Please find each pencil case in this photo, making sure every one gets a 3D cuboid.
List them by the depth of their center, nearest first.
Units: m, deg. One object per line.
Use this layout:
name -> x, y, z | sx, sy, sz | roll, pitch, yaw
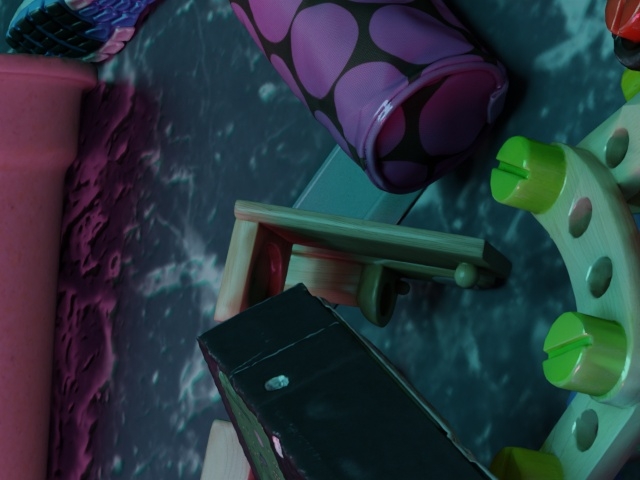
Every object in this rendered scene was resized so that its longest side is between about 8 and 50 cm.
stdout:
pencil case -> 0.021, -0.117, 0.935 | 0.095, 0.098, 0.209 | 98, 150, -43

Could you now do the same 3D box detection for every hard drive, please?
hard drive -> 0.069, 0.184, 0.684 | 0.339, 0.064, 0.237 | 43, 156, 58

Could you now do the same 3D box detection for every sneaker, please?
sneaker -> -0.144, -0.188, 1.195 | 0.190, 0.071, 0.083 | -32, 51, 35

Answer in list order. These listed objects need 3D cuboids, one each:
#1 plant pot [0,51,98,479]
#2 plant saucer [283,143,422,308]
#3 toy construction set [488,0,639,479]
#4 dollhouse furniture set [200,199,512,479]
plant pot -> -0.301, 0.047, 1.169 | 0.333, 0.333, 0.306 | -5, 89, 52
plant saucer -> 0.000, 0.000, 0.994 | 0.192, 0.018, 0.067 | -55, 43, 31
toy construction set -> 0.185, -0.027, 0.643 | 0.327, 0.151, 0.215 | -29, 47, 41
dollhouse furniture set -> 0.024, 0.077, 0.865 | 0.123, 0.144, 0.151 | 9, 81, 21
